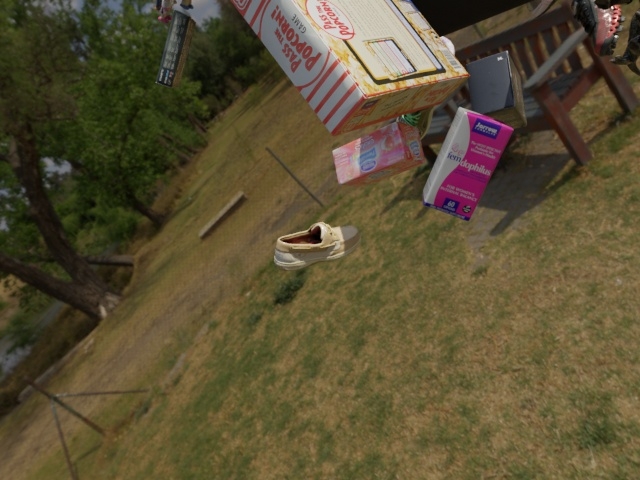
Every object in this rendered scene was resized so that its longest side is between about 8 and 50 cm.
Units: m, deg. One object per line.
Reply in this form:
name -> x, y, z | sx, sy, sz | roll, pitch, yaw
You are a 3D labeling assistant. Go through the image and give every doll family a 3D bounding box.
doll family -> -0.497, -0.849, 1.477 | 0.163, 0.119, 0.262 | -58, 10, 42

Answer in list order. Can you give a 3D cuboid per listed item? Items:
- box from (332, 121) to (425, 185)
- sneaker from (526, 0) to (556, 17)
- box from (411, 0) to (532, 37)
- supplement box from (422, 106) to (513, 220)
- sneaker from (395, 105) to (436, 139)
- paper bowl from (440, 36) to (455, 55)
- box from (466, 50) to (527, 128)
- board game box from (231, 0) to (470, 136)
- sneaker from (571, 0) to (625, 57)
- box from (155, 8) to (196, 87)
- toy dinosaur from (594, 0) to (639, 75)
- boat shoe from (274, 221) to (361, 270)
box -> 0.211, -0.309, 1.654 | 0.300, 0.142, 0.154 | -17, -10, 39
sneaker -> 0.463, -0.542, 0.924 | 0.100, 0.108, 0.271 | -49, -3, 26
box -> 0.180, -0.380, 0.655 | 0.262, 0.103, 0.184 | -19, 39, 7
supplement box -> 0.323, -0.173, 1.007 | 0.114, 0.111, 0.219 | -63, -8, -67
sneaker -> 0.399, -0.557, 1.875 | 0.182, 0.158, 0.410 | -32, -25, -46
paper bowl -> 0.302, -0.559, 1.498 | 0.285, 0.148, 0.284 | -7, 49, 8
box -> 0.485, -0.395, 1.224 | 0.108, 0.153, 0.207 | -9, -7, 33
board game box -> 0.037, -0.178, 0.393 | 0.194, 0.146, 0.045 | -29, -9, -45
sneaker -> 0.787, -0.641, 1.276 | 0.135, 0.097, 0.275 | 8, 75, 20
box -> -0.453, -0.597, 1.412 | 0.175, 0.051, 0.220 | -113, 42, -67
toy dinosaur -> 0.498, -0.349, 0.641 | 0.160, 0.314, 0.121 | -43, 41, 12
boat shoe -> 0.000, 0.000, 0.760 | 0.170, 0.059, 0.063 | -20, 37, -30
